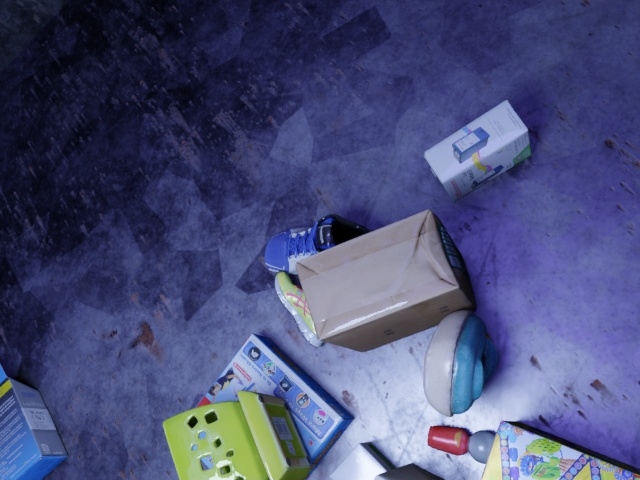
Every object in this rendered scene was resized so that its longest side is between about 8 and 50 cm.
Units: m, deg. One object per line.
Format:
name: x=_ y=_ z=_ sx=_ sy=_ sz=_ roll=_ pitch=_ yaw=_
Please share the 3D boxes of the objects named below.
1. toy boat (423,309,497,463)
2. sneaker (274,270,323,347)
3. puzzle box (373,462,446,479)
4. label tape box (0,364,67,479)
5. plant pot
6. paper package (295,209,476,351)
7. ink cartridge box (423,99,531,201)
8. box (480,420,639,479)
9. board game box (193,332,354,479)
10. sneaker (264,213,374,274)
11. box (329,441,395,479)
toy boat: x=0.298 y=0.302 z=1.245 sx=0.148 sy=0.267 sz=0.317 roll=6 pitch=109 yaw=22
sneaker: x=-0.032 y=0.151 z=1.485 sx=0.094 sy=0.081 sz=0.208 roll=-38 pitch=76 yaw=8
puzzle box: x=0.309 y=0.535 z=1.124 sx=0.409 sy=0.272 sz=0.052 roll=20 pitch=83 yaw=26
label tape box: x=-0.879 y=0.535 z=1.707 sx=0.241 sy=0.106 sz=0.333 roll=-42 pitch=63 yaw=6
plant pot: x=-0.160 y=0.440 z=1.280 sx=0.207 sy=0.228 sz=0.227 roll=-29 pitch=66 yaw=6
paper package: x=0.151 y=0.100 z=1.285 sx=0.310 sy=0.325 sz=0.168 roll=-23 pitch=68 yaw=14
ink cartridge box: x=0.354 y=-0.193 z=1.376 sx=0.213 sy=0.154 sz=0.093 roll=-30 pitch=67 yaw=11
box: x=0.441 y=0.454 z=1.082 sx=0.279 sy=0.290 sz=0.176 roll=18 pitch=82 yaw=25
board game box: x=-0.133 y=0.433 z=1.439 sx=0.308 sy=0.086 sz=0.301 roll=39 pitch=92 yaw=27
sneaker: x=0.001 y=0.000 z=1.453 sx=0.316 sy=0.182 sz=0.127 roll=-3 pitch=73 yaw=22
box: x=0.097 y=0.506 z=1.322 sx=0.101 sy=0.087 sz=0.102 roll=41 pitch=93 yaw=26
